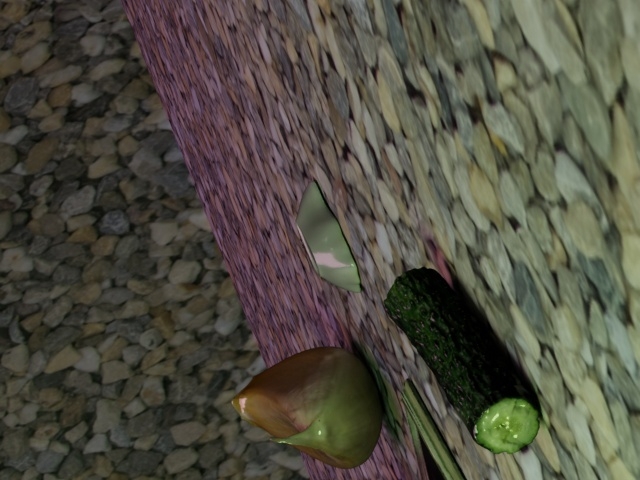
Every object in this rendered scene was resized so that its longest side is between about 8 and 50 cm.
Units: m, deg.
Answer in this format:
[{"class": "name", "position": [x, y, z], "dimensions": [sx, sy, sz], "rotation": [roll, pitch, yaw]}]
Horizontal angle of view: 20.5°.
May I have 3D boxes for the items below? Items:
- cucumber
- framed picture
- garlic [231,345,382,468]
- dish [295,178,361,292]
[{"class": "cucumber", "position": [0.109, 0.089, 1.336], "dimensions": [0.187, 0.058, 0.058], "rotation": [-124, 14, -52]}, {"class": "framed picture", "position": [0.153, 0.311, 1.790], "dimensions": [0.293, 0.018, 0.231], "rotation": [-119, 11, -45]}, {"class": "garlic", "position": [-0.006, 0.204, 2.087], "dimensions": [0.245, 0.164, 0.145], "rotation": [-168, 73, -75]}, {"class": "dish", "position": [0.000, 0.000, 1.922], "dimensions": [0.091, 0.039, 0.137], "rotation": [86, 159, -69]}]
